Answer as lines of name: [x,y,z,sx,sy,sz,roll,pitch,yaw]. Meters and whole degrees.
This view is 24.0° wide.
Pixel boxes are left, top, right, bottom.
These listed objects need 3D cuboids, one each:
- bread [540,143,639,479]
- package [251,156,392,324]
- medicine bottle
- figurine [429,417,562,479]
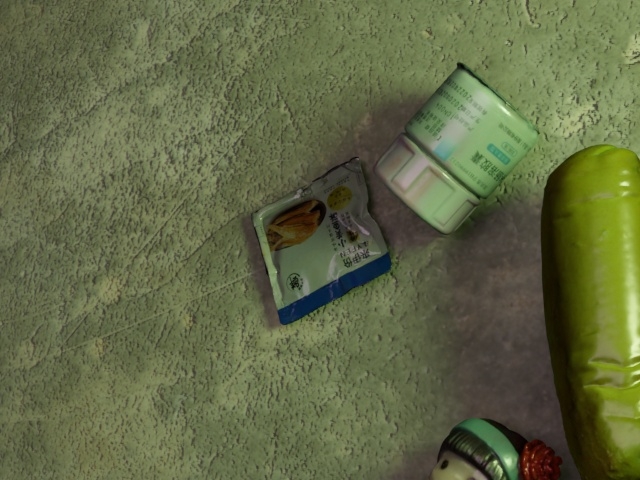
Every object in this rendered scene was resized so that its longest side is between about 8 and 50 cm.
bread: [0.297,0.085,1.609,0.112,0.166,0.383,0,70,-4]
package: [0.000,0.000,1.899,0.171,0.027,0.173,-28,58,20]
medicine bottle: [0.159,-0.106,1.780,0.168,0.135,0.135,-47,57,8]
figurine: [0.163,0.314,1.651,0.138,0.110,0.245,28,93,32]
